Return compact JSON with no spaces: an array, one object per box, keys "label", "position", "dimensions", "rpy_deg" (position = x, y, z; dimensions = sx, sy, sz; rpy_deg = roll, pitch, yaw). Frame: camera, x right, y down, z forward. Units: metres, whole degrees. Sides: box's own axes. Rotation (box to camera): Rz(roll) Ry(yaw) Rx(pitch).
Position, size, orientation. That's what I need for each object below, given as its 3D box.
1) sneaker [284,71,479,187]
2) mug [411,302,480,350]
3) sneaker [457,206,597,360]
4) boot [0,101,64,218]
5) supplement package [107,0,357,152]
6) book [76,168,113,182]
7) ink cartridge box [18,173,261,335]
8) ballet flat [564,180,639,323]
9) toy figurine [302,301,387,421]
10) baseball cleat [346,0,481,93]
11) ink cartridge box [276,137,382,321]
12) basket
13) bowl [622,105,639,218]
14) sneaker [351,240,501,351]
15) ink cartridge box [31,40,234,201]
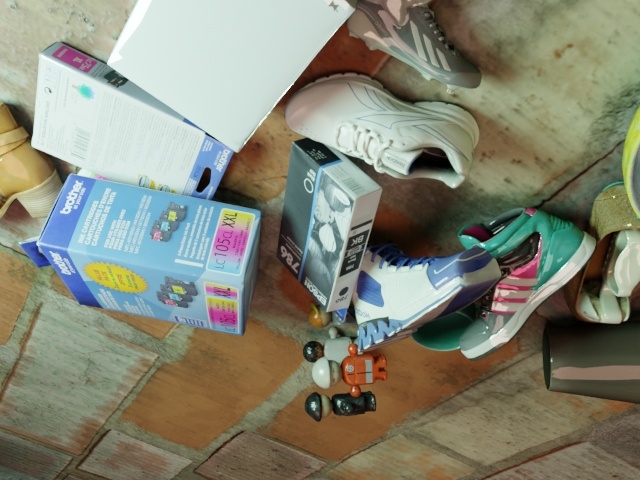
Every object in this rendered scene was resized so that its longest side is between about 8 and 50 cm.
[{"label":"sneaker","position":[0.090,-0.158,0.779],"dimensions":[0.297,0.129,0.111],"rpy_deg":[11,135,1]},{"label":"mug","position":[0.250,0.147,1.057],"dimensions":[0.157,0.097,0.129],"rpy_deg":[33,129,-21]},{"label":"sneaker","position":[0.294,0.058,0.909],"dimensions":[0.178,0.124,0.295],"rpy_deg":[38,110,2]},{"label":"boot","position":[-0.618,-0.124,0.943],"dimensions":[0.283,0.109,0.220],"rpy_deg":[-5,133,12]},{"label":"supplement package","position":[-0.108,-0.287,0.682],"dimensions":[0.204,0.145,0.262],"rpy_deg":[33,129,-20]},{"label":"book","position":[-0.385,-0.086,0.995],"dimensions":[0.144,0.035,0.096],"rpy_deg":[38,127,-26]},{"label":"ink cartridge box","position":[-0.316,0.032,0.967],"dimensions":[0.395,0.151,0.270],"rpy_deg":[13,151,-1]},{"label":"ballet flat","position":[0.501,0.062,0.917],"dimensions":[0.116,0.124,0.342],"rpy_deg":[1,133,9]},{"label":"toy figurine","position":[0.036,0.249,1.110],"dimensions":[0.148,0.209,0.213],"rpy_deg":[-3,138,-10]},{"label":"baseball cleat","position":[0.140,-0.275,0.702],"dimensions":[0.206,0.072,0.109],"rpy_deg":[19,126,-13]},{"label":"ink cartridge box","position":[0.000,0.000,0.924],"dimensions":[0.065,0.165,0.333],"rpy_deg":[-24,143,-31]},{"label":"basket","position":[0.569,0.239,1.057],"dimensions":[0.227,0.154,0.204],"rpy_deg":[-1,132,15]},{"label":"bowl","position":[0.533,-0.148,0.690],"dimensions":[0.289,0.156,0.289],"rpy_deg":[5,131,6]},{"label":"sneaker","position":[0.134,0.064,0.919],"dimensions":[0.127,0.182,0.315],"rpy_deg":[-8,158,-36]},{"label":"ink cartridge box","position":[-0.306,-0.170,0.882],"dimensions":[0.311,0.065,0.186],"rpy_deg":[26,132,-11]}]
